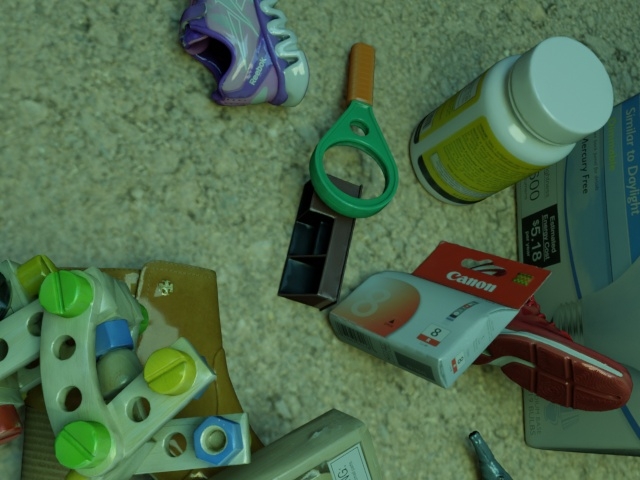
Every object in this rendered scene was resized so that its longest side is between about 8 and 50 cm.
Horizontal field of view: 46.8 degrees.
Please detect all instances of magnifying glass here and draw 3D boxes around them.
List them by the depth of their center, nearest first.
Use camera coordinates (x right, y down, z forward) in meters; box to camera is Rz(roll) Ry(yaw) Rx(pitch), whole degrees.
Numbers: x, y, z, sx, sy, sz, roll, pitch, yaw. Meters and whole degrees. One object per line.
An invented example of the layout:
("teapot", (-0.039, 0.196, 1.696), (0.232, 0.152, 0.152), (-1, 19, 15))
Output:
("magnifying glass", (0.039, -0.122, 0.784), (0.092, 0.026, 0.231), (15, 57, -14))

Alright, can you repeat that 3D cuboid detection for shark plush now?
("shark plush", (0.205, 0.264, 0.756), (0.073, 0.067, 0.161), (-17, 83, -27))

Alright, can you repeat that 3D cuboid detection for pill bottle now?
("pill bottle", (0.194, -0.120, 0.779), (0.119, 0.208, 0.119), (6, 74, -22))

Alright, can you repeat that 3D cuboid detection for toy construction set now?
("toy construction set", (-0.230, 0.132, 0.502), (0.327, 0.151, 0.215), (-27, 73, -14))

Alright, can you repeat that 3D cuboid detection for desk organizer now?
("desk organizer", (0.000, 0.000, 0.750), (0.050, 0.047, 0.130), (19, 69, -16))

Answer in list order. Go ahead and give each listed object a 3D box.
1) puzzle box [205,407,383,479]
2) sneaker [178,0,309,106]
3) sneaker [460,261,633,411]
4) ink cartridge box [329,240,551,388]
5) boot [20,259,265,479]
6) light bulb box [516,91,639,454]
("puzzle box", (-0.030, 0.370, 0.561), (0.272, 0.052, 0.409), (-24, 105, -27))
("sneaker", (-0.100, -0.237, 0.750), (0.104, 0.095, 0.236), (-21, 86, -20))
("sneaker", (0.217, 0.078, 0.750), (0.221, 0.087, 0.128), (21, 53, 30))
("ink cartridge box", (0.120, 0.053, 0.735), (0.179, 0.145, 0.045), (-42, 127, -26))
("boot", (-0.099, 0.129, 0.637), (0.295, 0.104, 0.211), (12, 72, -16))
("light bulb box", (0.402, 0.037, 0.743), (0.225, 0.361, 0.358), (9, 72, -22))
